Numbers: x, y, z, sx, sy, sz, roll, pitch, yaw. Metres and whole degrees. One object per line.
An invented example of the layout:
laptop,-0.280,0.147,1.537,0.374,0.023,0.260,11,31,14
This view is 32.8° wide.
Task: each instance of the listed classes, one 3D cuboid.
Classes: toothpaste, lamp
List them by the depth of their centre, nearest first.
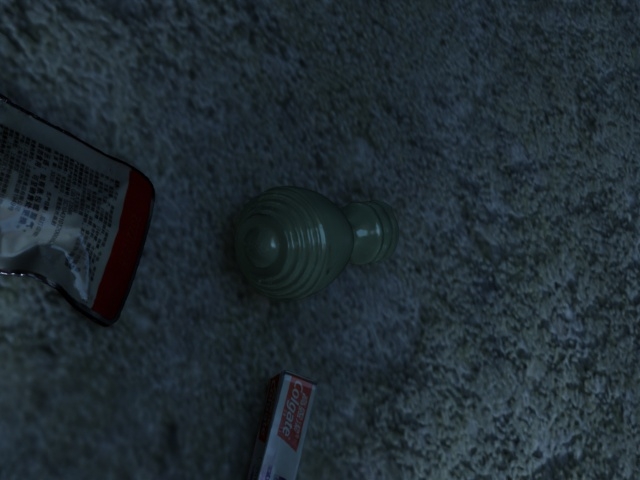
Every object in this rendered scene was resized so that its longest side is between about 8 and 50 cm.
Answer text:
toothpaste,-0.046,0.214,0.959,0.040,0.047,0.196,23,62,-17
lamp,0.000,0.000,1.030,0.193,0.106,0.106,-5,80,-50

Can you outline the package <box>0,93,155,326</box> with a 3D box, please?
package,-0.243,-0.039,0.876,0.239,0.030,0.154,29,58,-31
